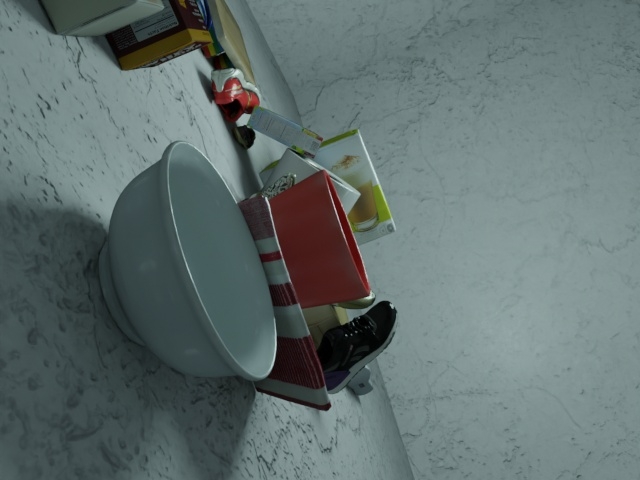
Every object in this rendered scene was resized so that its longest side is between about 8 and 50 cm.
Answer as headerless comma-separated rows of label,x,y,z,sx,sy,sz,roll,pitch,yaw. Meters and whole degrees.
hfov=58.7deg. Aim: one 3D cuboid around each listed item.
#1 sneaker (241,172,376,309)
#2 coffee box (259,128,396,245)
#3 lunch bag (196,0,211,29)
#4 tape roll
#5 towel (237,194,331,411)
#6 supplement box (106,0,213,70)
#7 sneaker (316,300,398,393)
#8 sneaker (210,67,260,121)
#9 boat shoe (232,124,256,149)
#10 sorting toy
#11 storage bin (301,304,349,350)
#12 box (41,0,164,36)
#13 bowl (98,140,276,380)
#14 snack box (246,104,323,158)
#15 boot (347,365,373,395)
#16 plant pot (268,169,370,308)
sneaker,0.000,0.000,1.383,0.410,0.182,0.158,43,29,-5
coffee box,0.030,-0.158,1.910,0.338,0.337,0.334,-76,145,-76
lunch bag,-0.325,-0.569,1.393,0.151,0.096,0.129,88,-16,-64
tape roll,-0.034,-0.124,1.593,0.246,0.169,0.246,32,9,-6
towel,-0.093,0.101,0.913,0.237,0.037,0.329,-9,-80,58
supplement box,-0.298,-0.412,0.982,0.191,0.129,0.194,-90,159,-71
sneaker,0.077,0.251,1.426,0.124,0.283,0.107,47,-9,-38
sneaker,-0.240,-0.384,1.580,0.279,0.107,0.118,12,77,-79
boat shoe,-0.210,-0.300,1.647,0.152,0.049,0.056,-21,91,-83
sorting toy,-0.294,-0.594,1.663,0.257,0.089,0.255,54,17,-66
storage bin,-0.013,0.167,1.573,0.262,0.123,0.260,-101,168,-49
box,-0.343,-0.442,0.754,0.148,0.121,0.311,-92,160,-70
bowl,-0.169,0.041,0.689,0.298,0.134,0.298,-20,90,-84
snack box,-0.098,-0.309,1.620,0.207,0.070,0.174,24,9,-6
boot,0.119,0.445,1.989,0.258,0.095,0.123,74,-6,-56
plant pot,-0.055,0.023,1.156,0.275,0.243,0.275,-21,90,-82
